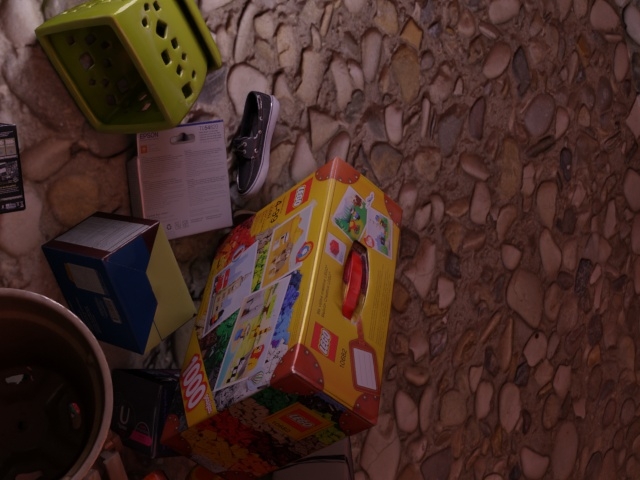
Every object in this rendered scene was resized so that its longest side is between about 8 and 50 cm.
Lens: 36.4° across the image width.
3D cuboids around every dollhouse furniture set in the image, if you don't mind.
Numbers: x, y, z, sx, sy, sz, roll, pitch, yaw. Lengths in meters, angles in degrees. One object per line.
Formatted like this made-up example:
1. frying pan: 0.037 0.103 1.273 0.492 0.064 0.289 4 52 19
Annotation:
1. dollhouse furniture set: -0.427 0.425 1.790 0.144 0.151 0.123 -38 132 -35

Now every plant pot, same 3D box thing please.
1. plant pot: -0.321 -0.339 1.717 0.207 0.228 0.227 -53 130 -35
2. plant pot: -0.484 0.272 1.514 0.333 0.305 0.334 3 73 -8

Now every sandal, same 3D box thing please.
1. sandal: -0.128 0.006 2.067 0.049 0.072 0.180 -96 165 -54

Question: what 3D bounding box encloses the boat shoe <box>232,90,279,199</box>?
1. boat shoe: -0.146 -0.202 2.017 0.076 0.080 0.229 21 80 -39

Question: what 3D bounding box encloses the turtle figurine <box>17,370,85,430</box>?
1. turtle figurine: -0.496 0.331 1.711 0.234 0.118 0.175 -34 81 -22

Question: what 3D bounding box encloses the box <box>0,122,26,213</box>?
1. box: -0.585 -0.109 1.582 0.180 0.077 0.148 -16 108 -43

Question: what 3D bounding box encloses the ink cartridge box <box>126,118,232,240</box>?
1. ink cartridge box: -0.276 -0.119 1.918 0.223 0.045 0.224 -13 105 -44

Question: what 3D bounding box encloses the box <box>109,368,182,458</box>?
1. box: -0.263 0.335 1.920 0.270 0.165 0.144 8 90 -45

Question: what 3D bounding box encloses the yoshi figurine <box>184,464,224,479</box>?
1. yoshi figurine: -0.229 0.602 1.926 0.202 0.204 0.362 18 113 -20

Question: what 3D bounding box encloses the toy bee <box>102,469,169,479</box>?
1. toy bee: -0.392 0.545 1.855 0.162 0.298 0.195 55 17 -67

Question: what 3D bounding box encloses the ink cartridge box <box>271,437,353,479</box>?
1. ink cartridge box: -0.006 0.582 2.068 0.395 0.166 0.286 -86 170 -74

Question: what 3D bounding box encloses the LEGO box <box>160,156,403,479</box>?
1. LEGO box: -0.060 0.149 1.799 0.193 0.372 0.500 36 42 -25

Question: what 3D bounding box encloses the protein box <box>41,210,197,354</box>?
1. protein box: -0.362 0.072 1.750 0.136 0.201 0.200 -37 121 -35
